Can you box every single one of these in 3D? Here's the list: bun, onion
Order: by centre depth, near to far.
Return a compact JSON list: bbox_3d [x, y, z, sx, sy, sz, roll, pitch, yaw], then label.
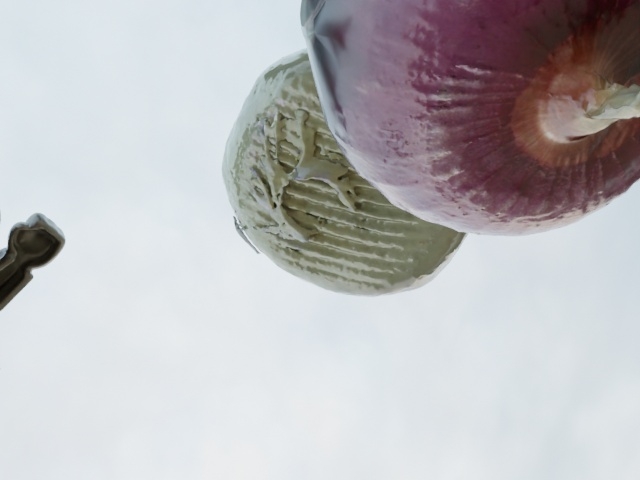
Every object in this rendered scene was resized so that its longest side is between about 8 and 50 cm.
[{"bbox_3d":[0.082,-0.102,0.426,0.207,0.200,0.201,87,-153,-67],"label":"onion"},{"bbox_3d":[0.037,-0.078,0.835,0.168,0.273,0.273,-60,-44,-55],"label":"bun"}]

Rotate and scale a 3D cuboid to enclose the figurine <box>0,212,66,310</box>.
[{"bbox_3d":[-0.405,0.017,0.813,0.308,0.143,0.308,-22,-54,-33],"label":"figurine"}]
